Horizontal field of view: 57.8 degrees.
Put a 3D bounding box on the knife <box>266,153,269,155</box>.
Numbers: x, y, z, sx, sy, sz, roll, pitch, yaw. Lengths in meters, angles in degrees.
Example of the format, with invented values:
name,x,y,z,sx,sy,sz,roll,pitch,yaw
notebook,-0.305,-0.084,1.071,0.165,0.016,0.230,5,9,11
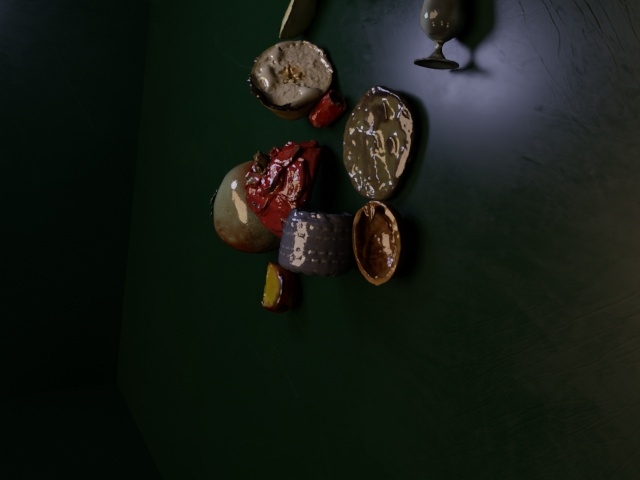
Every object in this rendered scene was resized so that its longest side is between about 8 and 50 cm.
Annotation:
name,x,y,z,sx,sy,sz,roll,pitch,yaw
knife,-0.181,-0.296,2.019,0.184,0.022,0.026,7,122,55

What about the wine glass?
name,x,y,z,sx,sy,sz,roll,pitch,yaw
wine glass,0.272,-0.502,1.273,0.103,0.103,0.231,17,100,55

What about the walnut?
name,x,y,z,sx,sy,sz,roll,pitch,yaw
walnut,0.160,0.005,1.454,0.167,0.087,0.211,-6,87,49

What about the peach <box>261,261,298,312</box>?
name,x,y,z,sx,sy,sz,roll,pitch,yaw
peach,-0.127,0.153,1.884,0.127,0.092,0.172,-37,49,45

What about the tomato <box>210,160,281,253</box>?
name,x,y,z,sx,sy,sz,roll,pitch,yaw
tomato,-0.217,-0.099,1.879,0.303,0.239,0.304,3,93,52

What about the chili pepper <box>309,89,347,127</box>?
name,x,y,z,sx,sy,sz,roll,pitch,yaw
chili pepper,0.018,-0.376,1.674,0.123,0.073,0.070,-36,67,45

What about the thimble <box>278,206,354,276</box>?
name,x,y,z,sx,sy,sz,roll,pitch,yaw
thimble,0.000,0.000,1.565,0.205,0.236,0.172,13,96,27

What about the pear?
name,x,y,z,sx,sy,sz,roll,pitch,yaw
pear,-0.081,-0.452,1.749,0.178,0.267,0.267,83,168,-62

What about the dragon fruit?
name,x,y,z,sx,sy,sz,roll,pitch,yaw
dragon fruit,-0.120,-0.168,1.672,0.152,0.205,0.317,114,171,-87

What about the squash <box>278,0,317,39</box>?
name,x,y,z,sx,sy,sz,roll,pitch,yaw
squash,-0.055,-0.723,1.799,0.192,0.085,0.184,-57,18,36

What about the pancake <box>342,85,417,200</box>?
name,x,y,z,sx,sy,sz,roll,pitch,yaw
pancake,0.149,-0.255,1.505,0.294,0.049,0.295,10,102,56
